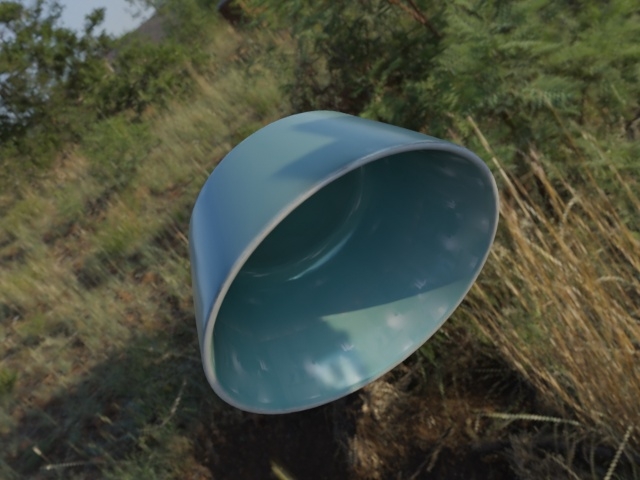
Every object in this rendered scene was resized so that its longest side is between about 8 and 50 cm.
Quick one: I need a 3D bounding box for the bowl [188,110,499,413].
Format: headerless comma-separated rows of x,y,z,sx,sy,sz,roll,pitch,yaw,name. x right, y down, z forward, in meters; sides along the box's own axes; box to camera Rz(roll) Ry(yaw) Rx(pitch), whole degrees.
0.000,0.000,0.663,0.311,0.311,0.163,-39,52,-1,bowl
